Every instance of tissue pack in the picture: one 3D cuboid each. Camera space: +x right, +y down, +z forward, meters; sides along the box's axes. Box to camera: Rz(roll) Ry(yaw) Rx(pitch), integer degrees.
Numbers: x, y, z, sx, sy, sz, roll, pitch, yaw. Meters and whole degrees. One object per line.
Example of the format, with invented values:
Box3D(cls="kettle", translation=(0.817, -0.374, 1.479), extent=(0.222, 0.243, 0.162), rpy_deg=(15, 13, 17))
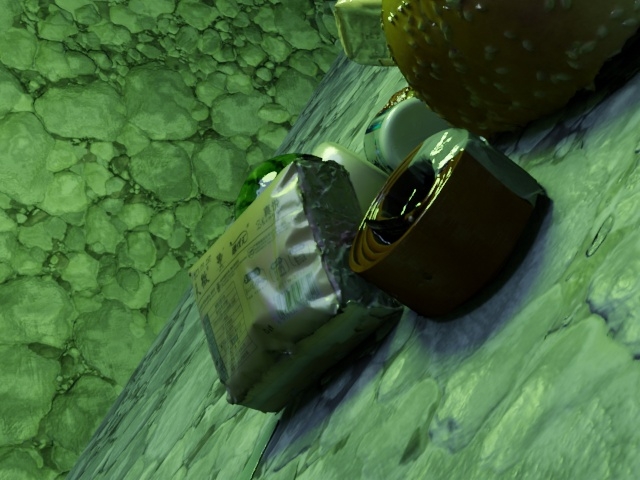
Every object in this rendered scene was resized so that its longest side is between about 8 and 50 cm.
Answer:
Box3D(cls="tissue pack", translation=(-0.045, 0.058, 1.200), extent=(0.257, 0.123, 0.215), rpy_deg=(-42, 55, 38))
Box3D(cls="tissue pack", translation=(0.183, -0.422, 1.879), extent=(0.238, 0.238, 0.305), rpy_deg=(-43, 15, 45))

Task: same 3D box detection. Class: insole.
Box3D(cls="insole", translation=(-0.085, 0.274, 1.216), extent=(0.053, 0.002, 0.152), rpy_deg=(-40, 16, 53))

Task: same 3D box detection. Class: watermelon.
Box3D(cls="watermelon", translation=(-0.035, -0.042, 1.543), extent=(0.188, 0.188, 0.215), rpy_deg=(-56, 7, -16))

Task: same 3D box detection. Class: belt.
Box3D(cls="belt", translation=(0.118, -0.021, 1.021), extent=(0.184, 0.105, 0.261), rpy_deg=(-56, 7, -5))

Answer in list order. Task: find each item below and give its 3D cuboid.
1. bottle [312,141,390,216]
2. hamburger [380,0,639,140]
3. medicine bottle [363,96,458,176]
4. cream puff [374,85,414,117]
Box3D(cls="bottle", translation=(0.000, 0.000, 1.363), extent=(0.236, 0.147, 0.147), rpy_deg=(-56, 10, 0))
Box3D(cls="hamburger", translation=(0.188, -0.289, 1.113), extent=(0.268, 0.287, 0.445), rpy_deg=(-57, 6, -10))
Box3D(cls="medicine bottle", translation=(0.116, -0.131, 1.374), extent=(0.107, 0.107, 0.191), rpy_deg=(-54, 7, -4))
Box3D(cls="cream puff", translation=(0.133, -0.184, 1.565), extent=(0.149, 0.084, 0.149), rpy_deg=(-50, 13, 15))
